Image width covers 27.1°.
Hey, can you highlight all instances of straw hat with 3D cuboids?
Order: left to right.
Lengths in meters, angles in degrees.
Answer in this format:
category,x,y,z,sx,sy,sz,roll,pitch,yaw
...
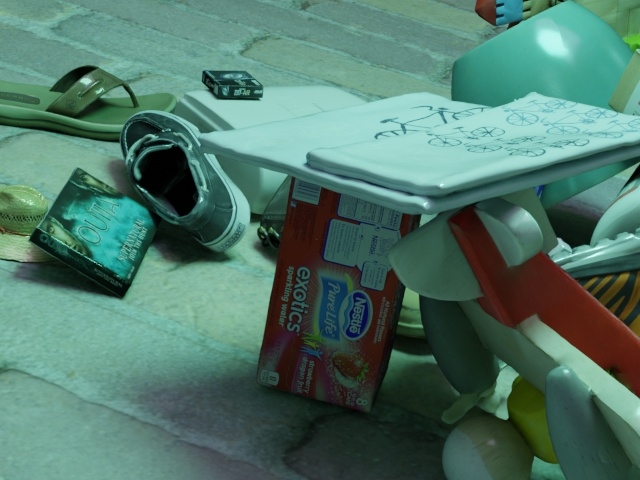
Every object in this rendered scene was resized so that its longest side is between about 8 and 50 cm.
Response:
category,x,y,z,sx,sy,sz,roll,pitch,yaw
straw hat,-0.358,-0.033,1.580,0.144,0.061,0.144,10,26,-5

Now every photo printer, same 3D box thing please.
category,x,y,z,sx,sy,sz,roll,pitch,yaw
photo printer,-0.019,-0.137,1.888,0.307,0.107,0.256,-6,30,-33

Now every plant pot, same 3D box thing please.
category,x,y,z,sx,sy,sz,roll,pitch,yaw
plant pot,0.317,-0.187,1.829,0.293,0.235,0.293,-27,1,0

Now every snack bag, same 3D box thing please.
category,x,y,z,sx,sy,sz,roll,pitch,yaw
snack bag,0.104,-0.100,1.271,0.323,0.037,0.342,-16,22,-36

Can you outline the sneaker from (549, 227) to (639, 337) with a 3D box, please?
category,x,y,z,sx,sy,sz,roll,pitch,yaw
sneaker,0.323,0.096,1.540,0.321,0.180,0.124,-18,-1,13

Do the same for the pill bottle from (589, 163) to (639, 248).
category,x,y,z,sx,sy,sz,roll,pitch,yaw
pill bottle,0.493,-0.021,1.750,0.210,0.210,0.363,20,27,18

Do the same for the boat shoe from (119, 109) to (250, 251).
category,x,y,z,sx,sy,sz,roll,pitch,yaw
boat shoe,-0.200,-0.093,1.698,0.102,0.108,0.301,30,14,-43

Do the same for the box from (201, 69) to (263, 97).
category,x,y,z,sx,sy,sz,roll,pitch,yaw
box,-0.125,-0.221,1.879,0.067,0.018,0.083,-2,22,-21

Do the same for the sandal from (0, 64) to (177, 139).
category,x,y,z,sx,sy,sz,roll,pitch,yaw
sandal,-0.354,-0.210,1.920,0.302,0.086,0.120,5,26,-15

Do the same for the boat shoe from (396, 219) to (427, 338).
category,x,y,z,sx,sy,sz,roll,pitch,yaw
boat shoe,0.089,0.016,1.626,0.109,0.098,0.302,5,26,-14

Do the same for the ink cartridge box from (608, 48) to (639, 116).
category,x,y,z,sx,sy,sz,roll,pitch,yaw
ink cartridge box,0.502,-0.135,1.636,0.193,0.088,0.235,1,38,-35

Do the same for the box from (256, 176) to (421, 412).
category,x,y,z,sx,sy,sz,roll,pitch,yaw
box,0.025,0.031,1.377,0.128,0.257,0.122,14,21,9

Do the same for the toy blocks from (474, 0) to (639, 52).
category,x,y,z,sx,sy,sz,roll,pitch,yaw
toy blocks,0.367,-0.272,2.103,0.261,0.381,0.191,-17,35,-20

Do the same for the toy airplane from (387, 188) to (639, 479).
category,x,y,z,sx,sy,sz,roll,pitch,yaw
toy airplane,0.200,0.124,1.251,0.384,0.272,0.386,39,2,24

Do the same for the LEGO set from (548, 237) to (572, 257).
category,x,y,z,sx,sy,sz,roll,pitch,yaw
LEGO set,0.188,-0.013,1.639,0.287,0.132,0.107,37,10,-38

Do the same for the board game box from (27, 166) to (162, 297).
category,x,y,z,sx,sy,sz,roll,pitch,yaw
board game box,-0.263,-0.014,1.572,0.126,0.026,0.186,32,23,-10

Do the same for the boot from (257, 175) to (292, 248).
category,x,y,z,sx,sy,sz,roll,pitch,yaw
boot,0.000,0.000,1.604,0.229,0.263,0.091,3,-34,51

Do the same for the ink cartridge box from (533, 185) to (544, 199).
category,x,y,z,sx,sy,sz,roll,pitch,yaw
ink cartridge box,0.188,-0.104,1.702,0.207,0.097,0.046,15,-16,22
